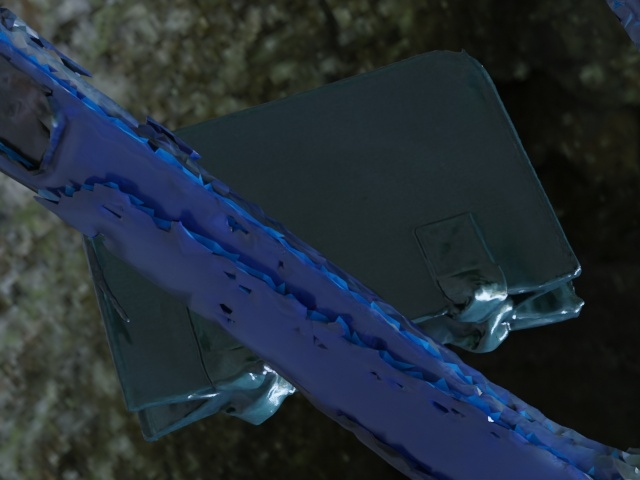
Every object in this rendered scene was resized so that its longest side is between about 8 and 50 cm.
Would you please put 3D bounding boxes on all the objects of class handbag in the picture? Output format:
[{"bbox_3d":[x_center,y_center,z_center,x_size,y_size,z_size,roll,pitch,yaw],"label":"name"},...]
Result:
[{"bbox_3d":[0.000,-0.001,1.141,0.326,0.089,0.238,-16,-128,-7],"label":"handbag"}]

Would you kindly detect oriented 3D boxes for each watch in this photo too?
[{"bbox_3d":[0.072,-0.052,0.514,0.274,0.068,0.276,37,-119,7],"label":"watch"}]
